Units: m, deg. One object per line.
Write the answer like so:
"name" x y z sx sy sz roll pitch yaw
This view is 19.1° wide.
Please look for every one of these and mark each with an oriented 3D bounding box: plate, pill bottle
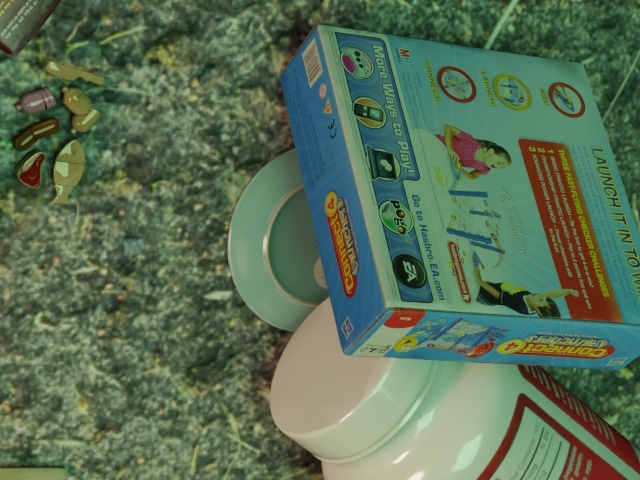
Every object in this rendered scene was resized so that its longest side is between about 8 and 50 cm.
"plate" 0.000 0.000 1.830 0.188 0.024 0.188 -6 104 -27
"pill bottle" 0.151 0.218 1.842 0.407 0.229 0.229 39 82 -29

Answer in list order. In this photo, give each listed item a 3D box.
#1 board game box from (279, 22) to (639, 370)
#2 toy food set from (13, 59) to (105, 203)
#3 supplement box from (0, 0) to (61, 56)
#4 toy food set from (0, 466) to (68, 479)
"board game box" 0.139 -0.037 1.754 0.302 0.086 0.308 6 55 -28
"toy food set" -0.239 -0.097 1.687 0.078 0.019 0.122 16 102 -29
"supplement box" -0.310 -0.244 1.565 0.188 0.104 0.081 41 82 -29
"toy food set" -0.284 0.301 1.729 0.132 0.038 0.192 3 101 -41
